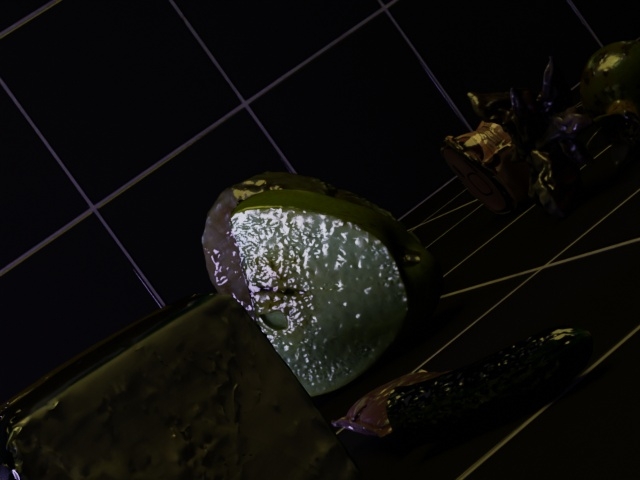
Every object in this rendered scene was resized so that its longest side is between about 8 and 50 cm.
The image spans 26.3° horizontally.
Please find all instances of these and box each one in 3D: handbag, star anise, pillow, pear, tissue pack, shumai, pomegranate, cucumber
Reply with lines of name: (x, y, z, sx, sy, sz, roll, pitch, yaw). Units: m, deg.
handbag: (0.302, -0.135, 2.303, 0.116, 0.179, 0.205, -43, 2, -4)
star anise: (0.312, -0.145, 1.953, 0.129, 0.212, 0.283, -29, 4, -5)
pillow: (0.083, 0.159, 1.329, 0.118, 0.043, 0.185, -30, 5, -12)
pear: (0.031, 0.048, 1.802, 0.292, 0.292, 0.159, -34, 5, 28)
tissue pack: (-0.199, 0.244, 1.152, 0.416, 0.253, 0.264, -30, 6, 47)
shumai: (0.000, 0.000, 2.114, 0.292, 0.330, 0.288, -63, -2, 33)
pomegranate: (0.437, -0.198, 1.995, 0.220, 0.156, 0.156, -48, 9, -30)
cucumber: (0.143, 0.118, 1.129, 0.214, 0.058, 0.052, -30, 0, 42)
